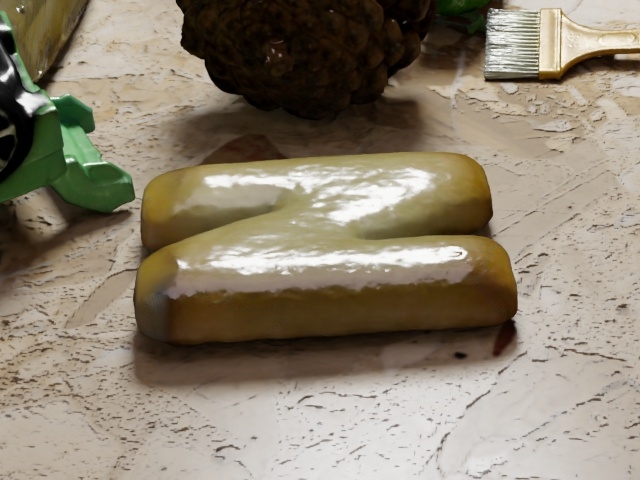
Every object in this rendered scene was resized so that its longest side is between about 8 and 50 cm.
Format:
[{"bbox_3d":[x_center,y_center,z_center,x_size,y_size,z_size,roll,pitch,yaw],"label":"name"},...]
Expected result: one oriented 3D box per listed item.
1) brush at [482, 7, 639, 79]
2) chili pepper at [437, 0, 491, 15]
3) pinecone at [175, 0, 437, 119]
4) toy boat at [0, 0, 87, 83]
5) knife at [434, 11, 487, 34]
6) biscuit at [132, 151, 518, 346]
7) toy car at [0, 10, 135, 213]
[{"bbox_3d":[0.292,-0.190,1.781,0.272,0.013,0.103,-1,45,9],"label":"brush"},{"bbox_3d":[0.141,-0.281,1.889,0.099,0.083,0.253,32,18,1],"label":"chili pepper"},{"bbox_3d":[-0.012,-0.228,1.710,0.244,0.243,0.257,-1,16,4],"label":"pinecone"},{"bbox_3d":[-0.331,-0.226,1.820,0.162,0.136,0.445,-2,31,11],"label":"toy boat"},{"bbox_3d":[0.193,-0.210,1.854,0.212,0.015,0.054,13,28,27],"label":"knife"},{"bbox_3d":[0.000,0.000,1.468,0.291,0.062,0.237,-2,30,0],"label":"biscuit"},{"bbox_3d":[-0.351,-0.082,1.541,0.359,0.176,0.213,-19,39,-15],"label":"toy car"}]
